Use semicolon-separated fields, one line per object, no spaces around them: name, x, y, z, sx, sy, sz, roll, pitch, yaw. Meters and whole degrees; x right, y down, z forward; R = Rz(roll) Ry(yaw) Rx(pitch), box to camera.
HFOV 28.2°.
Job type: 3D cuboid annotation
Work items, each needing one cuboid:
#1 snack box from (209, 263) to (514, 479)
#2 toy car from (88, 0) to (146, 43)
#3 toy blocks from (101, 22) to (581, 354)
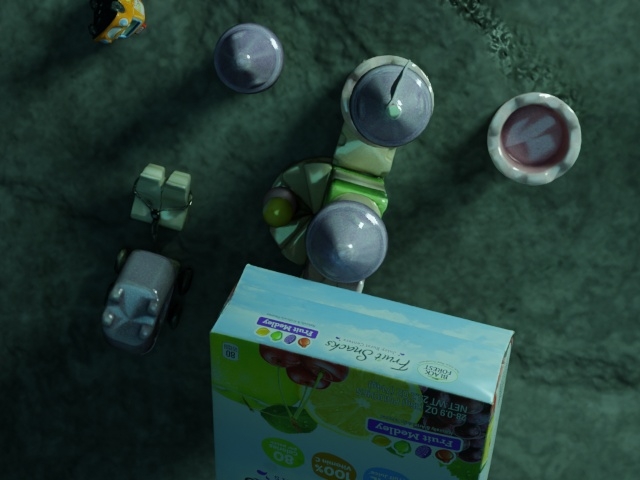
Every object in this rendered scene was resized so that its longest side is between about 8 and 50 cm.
snack box;0.022;0.129;0.818;0.175;0.070;0.207;13;134;13
toy car;-0.131;-0.202;0.976;0.040;0.060;0.122;29;110;-34
toy blocks;0.000;0.000;0.899;0.309;0.260;0.288;17;101;0
